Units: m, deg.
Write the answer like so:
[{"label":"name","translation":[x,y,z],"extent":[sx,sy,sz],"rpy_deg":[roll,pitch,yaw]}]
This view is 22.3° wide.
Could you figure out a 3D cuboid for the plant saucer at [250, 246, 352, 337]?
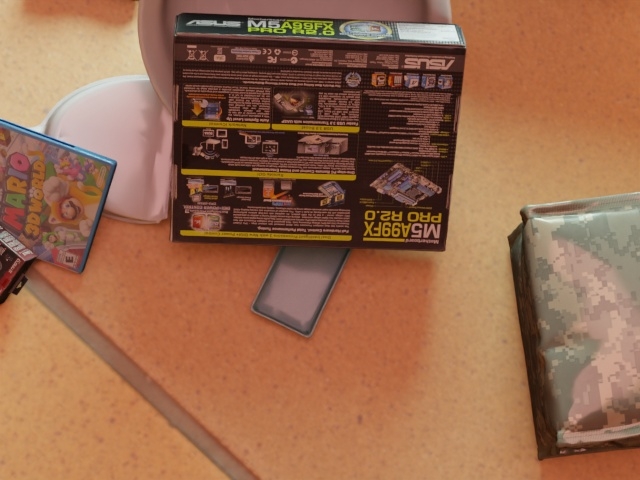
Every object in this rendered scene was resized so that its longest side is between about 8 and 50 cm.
[{"label":"plant saucer","translation":[0.000,0.000,1.615],"extent":[0.067,0.018,0.192],"rpy_deg":[25,76,2]}]

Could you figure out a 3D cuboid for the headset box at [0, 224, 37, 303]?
[{"label":"headset box","translation":[-0.319,0.019,1.568],"extent":[0.083,0.032,0.062],"rpy_deg":[38,106,5]}]

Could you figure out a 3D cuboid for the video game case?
[{"label":"video game case","translation":[-0.292,-0.050,1.578],"extent":[0.166,0.015,0.119],"rpy_deg":[20,107,2]}]

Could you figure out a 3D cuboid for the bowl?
[{"label":"bowl","translation":[-0.027,-0.226,1.577],"extent":[0.298,0.134,0.298],"rpy_deg":[-1,117,-2]}]

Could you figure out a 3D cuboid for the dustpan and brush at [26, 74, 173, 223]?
[{"label":"dustpan and brush","translation":[-0.250,-0.099,1.607],"extent":[0.211,0.060,0.147],"rpy_deg":[7,89,-9]}]

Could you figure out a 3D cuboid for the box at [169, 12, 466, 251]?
[{"label":"box","translation":[-0.007,-0.100,1.536],"extent":[0.270,0.060,0.216],"rpy_deg":[1,118,-3]}]

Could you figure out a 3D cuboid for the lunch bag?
[{"label":"lunch bag","translation":[0.338,0.072,1.546],"extent":[0.287,0.169,0.235],"rpy_deg":[-7,77,-1]}]
